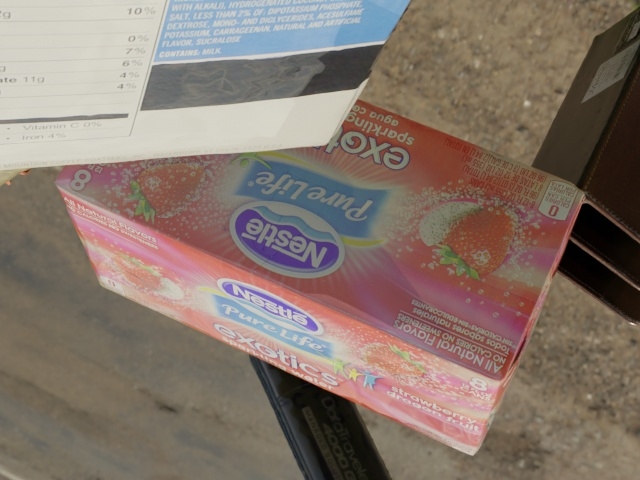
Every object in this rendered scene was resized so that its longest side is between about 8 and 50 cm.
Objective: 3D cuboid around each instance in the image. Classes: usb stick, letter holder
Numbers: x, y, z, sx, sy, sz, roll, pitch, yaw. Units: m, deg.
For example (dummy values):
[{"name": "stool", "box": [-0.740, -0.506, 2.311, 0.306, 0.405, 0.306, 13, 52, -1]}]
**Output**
[{"name": "usb stick", "box": [0.012, 0.195, 1.010, 0.045, 0.077, 0.278, 95, 153, -53]}, {"name": "letter holder", "box": [0.371, -0.085, 1.179, 0.214, 0.302, 0.152, 35, 155, -10]}]

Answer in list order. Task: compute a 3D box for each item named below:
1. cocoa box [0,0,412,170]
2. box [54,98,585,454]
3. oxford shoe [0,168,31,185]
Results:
[{"name": "cocoa box", "box": [-0.106, -0.234, 0.468, 0.231, 0.347, 0.228, -8, 159, -20]}, {"name": "box", "box": [0.000, 0.000, 0.712, 0.300, 0.142, 0.154, 23, 155, 12]}, {"name": "oxford shoe", "box": [-0.305, -0.093, 0.991, 0.348, 0.123, 0.130, 2, 115, 2]}]
